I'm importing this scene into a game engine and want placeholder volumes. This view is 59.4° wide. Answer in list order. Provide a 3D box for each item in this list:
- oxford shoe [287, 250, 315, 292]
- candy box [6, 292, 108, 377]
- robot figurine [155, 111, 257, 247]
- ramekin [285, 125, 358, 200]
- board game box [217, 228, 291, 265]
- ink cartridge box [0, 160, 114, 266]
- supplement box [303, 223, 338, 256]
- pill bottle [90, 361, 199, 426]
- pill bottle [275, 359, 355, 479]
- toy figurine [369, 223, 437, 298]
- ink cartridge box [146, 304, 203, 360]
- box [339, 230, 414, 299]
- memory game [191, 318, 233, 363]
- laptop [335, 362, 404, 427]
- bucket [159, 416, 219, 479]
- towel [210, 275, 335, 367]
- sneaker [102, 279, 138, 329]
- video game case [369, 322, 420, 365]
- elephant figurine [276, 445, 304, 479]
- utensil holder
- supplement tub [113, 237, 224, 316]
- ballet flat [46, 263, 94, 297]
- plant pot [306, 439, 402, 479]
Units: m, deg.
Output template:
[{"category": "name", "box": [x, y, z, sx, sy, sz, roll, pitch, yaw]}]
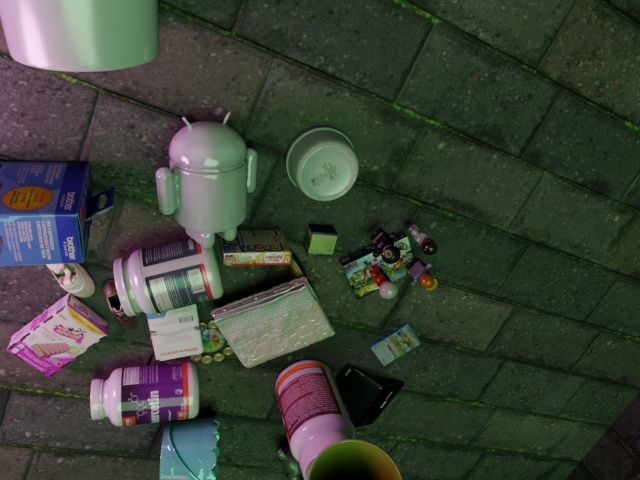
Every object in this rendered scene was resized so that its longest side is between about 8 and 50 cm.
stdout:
[{"category": "oxford shoe", "box": [-0.077, 0.124, 1.793, 0.076, 0.076, 0.212, -20, 125, 2]}, {"category": "candy box", "box": [-0.777, 0.284, 1.670, 0.233, 0.071, 0.159, -37, 123, 6]}, {"category": "robot figurine", "box": [-0.292, -0.160, 1.480, 0.300, 0.199, 0.353, -24, 130, -39]}, {"category": "ramekin", "box": [0.011, -0.210, 1.599, 0.207, 0.109, 0.207, -8, 122, -13]}, {"category": "board game box", "box": [-0.196, 0.017, 1.646, 0.193, 0.147, 0.045, -1, 119, -16]}, {"category": "ink cartridge box", "box": [-0.708, -0.072, 1.362, 0.395, 0.270, 0.151, -1, 125, -17]}, {"category": "supplement box", "box": [0.000, 0.000, 1.750, 0.083, 0.056, 0.083, 4, 118, -19]}, {"category": "pill bottle", "box": [-0.556, 0.492, 1.796, 0.323, 0.181, 0.181, -2, 120, -16]}, {"category": "pill bottle", "box": [-0.013, 0.615, 1.908, 0.224, 0.392, 0.224, -8, 121, -13]}, {"category": "toy figurine", "box": [0.263, 0.066, 1.761, 0.209, 0.148, 0.213, -7, 120, -13]}, {"category": "ink cartridge box", "box": [-0.449, 0.257, 1.739, 0.148, 0.086, 0.203, -7, 118, -12]}, {"category": "box", "box": [0.197, 0.085, 1.868, 0.233, 0.044, 0.159, -25, 123, -2]}, {"category": "memory game", "box": [-0.365, 0.337, 1.864, 0.186, 0.012, 0.186, -7, 121, -13]}, {"category": "laptop", "box": [0.157, 0.600, 2.181, 0.264, 0.136, 0.234, 10, 120, -51]}, {"category": "bucket", "box": [-0.443, 0.741, 1.929, 0.183, 0.281, 0.281, 1, 119, -9]}, {"category": "towel", "box": [-0.147, 0.276, 1.829, 0.331, 0.053, 0.317, -21, 135, 3]}, {"category": "sneaker", "box": [-0.603, 0.209, 1.679, 0.066, 0.071, 0.188, -20, 123, -5]}, {"category": "video game case", "box": [0.279, 0.388, 2.091, 0.166, 0.015, 0.119, -32, 123, 4]}, {"category": "elephant figurine", "box": [-0.039, 0.831, 2.193, 0.239, 0.186, 0.169, -25, 81, -14]}, {"category": "utensil holder", "box": [-0.485, -0.567, 1.112, 0.327, 0.327, 0.385, -5, 123, -14]}, {"category": "supplement tub", "box": [-0.426, 0.102, 1.598, 0.272, 0.191, 0.191, -13, 123, -9]}, {"category": "ballet flat", "box": [-0.715, 0.084, 1.565, 0.086, 0.086, 0.248, -24, 124, -2]}, {"category": "plant pot", "box": [0.087, 0.786, 1.673, 0.274, 0.275, 0.293, -8, 138, -13]}]
